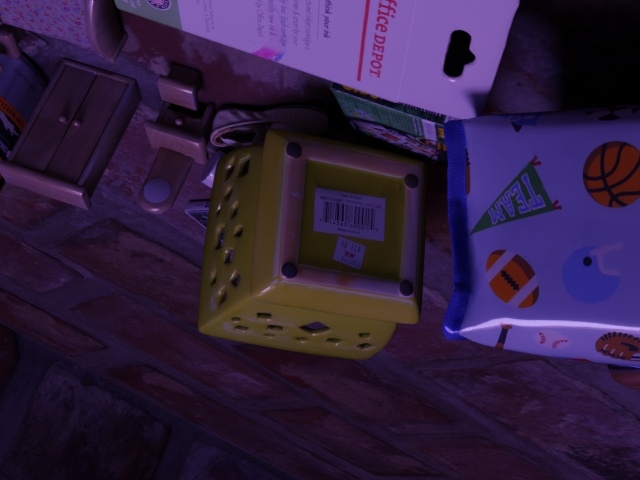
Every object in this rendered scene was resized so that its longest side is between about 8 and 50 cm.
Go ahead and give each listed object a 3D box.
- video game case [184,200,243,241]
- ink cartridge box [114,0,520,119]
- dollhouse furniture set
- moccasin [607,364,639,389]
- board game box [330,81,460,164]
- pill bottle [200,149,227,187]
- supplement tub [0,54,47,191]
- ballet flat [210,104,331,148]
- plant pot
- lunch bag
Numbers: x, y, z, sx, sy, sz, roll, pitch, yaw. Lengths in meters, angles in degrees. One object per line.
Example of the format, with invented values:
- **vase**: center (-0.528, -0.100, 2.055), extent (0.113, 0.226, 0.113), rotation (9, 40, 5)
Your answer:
- **video game case**: center (-0.084, -0.005, 1.662), extent (0.173, 0.022, 0.190), rotation (-1, 149, 43)
- **ink cartridge box**: center (-0.002, -0.243, 0.933), extent (0.353, 0.119, 0.207), rotation (20, 157, 6)
- **dollhouse furniture set**: center (-0.294, -0.194, 1.239), extent (0.303, 0.174, 0.355), rotation (18, 157, 9)
- **moccasin**: center (0.494, 0.118, 1.290), extent (0.147, 0.139, 0.380), rotation (40, 143, -18)
- **board game box**: center (0.090, -0.119, 1.128), extent (0.136, 0.030, 0.259), rotation (21, 179, 7)
- **pill bottle**: center (-0.095, -0.069, 1.470), extent (0.120, 0.067, 0.067), rotation (30, 156, -19)
- **supplement tub**: center (-0.501, -0.107, 1.429), extent (0.193, 0.316, 0.193), rotation (19, 158, 8)
- **ballet flat**: center (-0.061, -0.129, 1.327), extent (0.168, 0.052, 0.057), rotation (4, 152, 36)
- **plant pot**: center (0.000, 0.000, 1.270), extent (0.228, 0.227, 0.207), rotation (10, 163, -18)
- **lunch bag**: center (0.328, 0.007, 1.008), extent (0.328, 0.239, 0.385), rotation (3, -179, 28)
